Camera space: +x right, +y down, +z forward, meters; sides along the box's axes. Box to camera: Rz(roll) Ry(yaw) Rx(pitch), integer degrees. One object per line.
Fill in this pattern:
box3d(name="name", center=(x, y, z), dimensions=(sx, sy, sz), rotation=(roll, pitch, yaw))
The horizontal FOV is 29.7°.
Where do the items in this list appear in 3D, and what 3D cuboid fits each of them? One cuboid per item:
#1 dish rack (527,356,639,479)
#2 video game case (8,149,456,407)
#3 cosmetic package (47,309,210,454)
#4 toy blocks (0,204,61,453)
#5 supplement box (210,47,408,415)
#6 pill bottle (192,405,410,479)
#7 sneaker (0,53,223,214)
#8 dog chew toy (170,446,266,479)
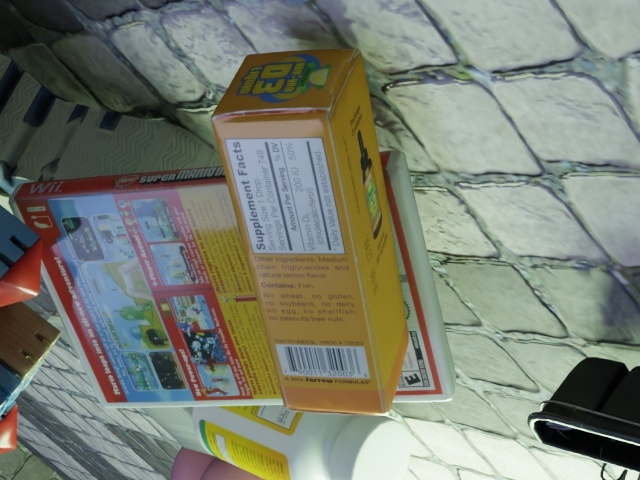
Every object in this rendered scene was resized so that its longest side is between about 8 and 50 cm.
box3d(name="dish rack", center=(0.288, 0.185, 0.826), dimensions=(0.208, 0.074, 0.271), rotation=(12, 149, 47))
box3d(name="video game case", center=(-0.060, 0.037, 0.860), dimensions=(0.285, 0.025, 0.204), rotation=(-4, 125, 18))
box3d(name="cosmetic package", center=(-0.167, 0.130, 1.311), dimensions=(0.127, 0.107, 0.238), rotation=(3, 138, 52))
box3d(name="toy blocks", center=(-0.321, 0.054, 0.909), dimensions=(0.261, 0.191, 0.381), rotation=(38, 141, -3))
box3d(name="supplement box", center=(0.000, 0.000, 0.749), dimensions=(0.080, 0.078, 0.234), rotation=(2, 127, 16))
box3d(name="pill bottle", center=(-0.018, 0.189, 1.198), dimensions=(0.208, 0.118, 0.118), rotation=(14, 149, 40))
box3d(name="sneaker", center=(-0.188, -0.041, 1.004), dimensions=(0.315, 0.127, 0.182), rotation=(29, 168, 5))
box3d(name="dog chew toy", center=(-0.054, 0.322, 1.420), dimensions=(0.331, 0.207, 0.207), rotation=(26, 157, 42))
